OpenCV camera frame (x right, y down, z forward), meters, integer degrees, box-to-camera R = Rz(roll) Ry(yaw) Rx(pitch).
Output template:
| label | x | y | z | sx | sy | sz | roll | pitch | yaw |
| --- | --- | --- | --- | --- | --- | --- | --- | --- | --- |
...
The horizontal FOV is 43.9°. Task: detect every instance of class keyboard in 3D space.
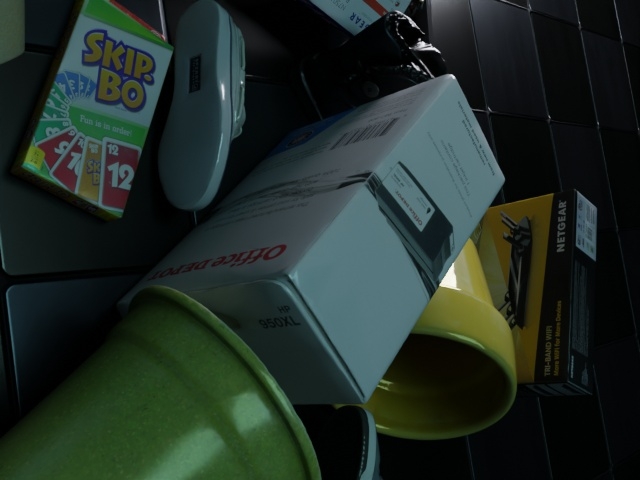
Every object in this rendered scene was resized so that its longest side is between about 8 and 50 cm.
| label | x | y | z | sx | sy | sz | roll | pitch | yaw |
| --- | --- | --- | --- | --- | --- | --- | --- | --- | --- |
| keyboard | 0.166 | -0.443 | 1.350 | 0.201 | 0.033 | 0.317 | 41 | 45 | -72 |

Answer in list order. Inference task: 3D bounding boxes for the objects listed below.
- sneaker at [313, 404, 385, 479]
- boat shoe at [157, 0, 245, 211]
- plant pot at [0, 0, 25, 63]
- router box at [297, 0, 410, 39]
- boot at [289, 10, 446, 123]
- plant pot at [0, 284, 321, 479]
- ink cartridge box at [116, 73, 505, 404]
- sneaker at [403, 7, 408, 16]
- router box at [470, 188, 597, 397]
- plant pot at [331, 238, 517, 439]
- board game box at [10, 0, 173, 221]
| label | x | y | z | sx | sy | sz | roll | pitch | yaw |
| --- | --- | --- | --- | --- | --- | --- | --- | --- | --- |
| sneaker | 0.075 | 0.372 | 1.033 | 0.178 | 0.123 | 0.296 | 18 | 76 | -38 |
| boat shoe | -0.135 | -0.158 | 0.975 | 0.088 | 0.096 | 0.268 | 26 | 57 | -56 |
| plant pot | -0.364 | -0.276 | 0.673 | 0.256 | 0.256 | 0.274 | -38 | 124 | -44 |
| router box | 0.044 | -0.451 | 1.034 | 0.335 | 0.082 | 0.301 | 22 | 103 | -53 |
| boot | 0.092 | -0.186 | 1.130 | 0.246 | 0.207 | 0.094 | 57 | 47 | -21 |
| plant pot | -0.184 | 0.223 | 0.727 | 0.254 | 0.276 | 0.276 | -36 | 107 | -33 |
| ink cartridge box | 0.000 | 0.000 | 0.930 | 0.166 | 0.285 | 0.395 | 58 | 47 | -20 |
| sneaker | 0.113 | -0.402 | 1.322 | 0.089 | 0.051 | 0.170 | 29 | 65 | -39 |
| router box | 0.306 | 0.091 | 1.262 | 0.081 | 0.243 | 0.309 | 29 | 60 | -39 |
| plant pot | 0.136 | 0.108 | 1.098 | 0.254 | 0.254 | 0.239 | 44 | 36 | -30 |
| board game box | -0.247 | -0.163 | 0.897 | 0.124 | 0.039 | 0.259 | 31 | 56 | -38 |
